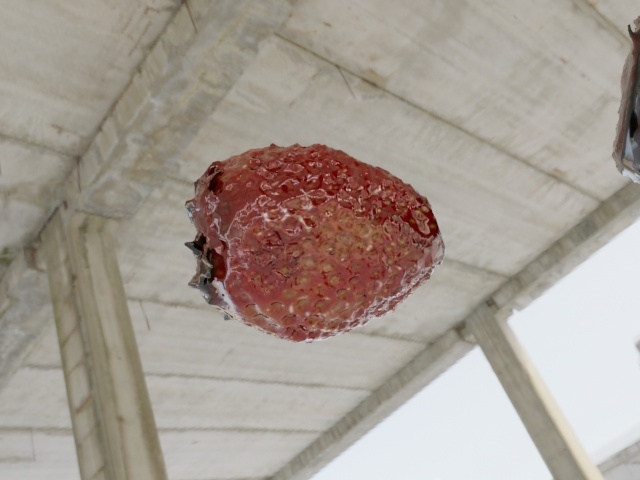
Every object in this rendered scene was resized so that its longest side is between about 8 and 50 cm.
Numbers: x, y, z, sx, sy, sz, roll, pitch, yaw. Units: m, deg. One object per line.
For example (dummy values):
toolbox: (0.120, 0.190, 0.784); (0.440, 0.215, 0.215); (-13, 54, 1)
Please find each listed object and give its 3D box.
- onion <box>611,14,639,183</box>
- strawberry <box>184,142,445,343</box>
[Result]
onion: (0.460, -0.161, 0.852); (0.206, 0.207, 0.216); (7, -2, 21)
strawberry: (0.000, 0.000, 0.860); (0.288, 0.239, 0.250); (-7, 2, 15)
